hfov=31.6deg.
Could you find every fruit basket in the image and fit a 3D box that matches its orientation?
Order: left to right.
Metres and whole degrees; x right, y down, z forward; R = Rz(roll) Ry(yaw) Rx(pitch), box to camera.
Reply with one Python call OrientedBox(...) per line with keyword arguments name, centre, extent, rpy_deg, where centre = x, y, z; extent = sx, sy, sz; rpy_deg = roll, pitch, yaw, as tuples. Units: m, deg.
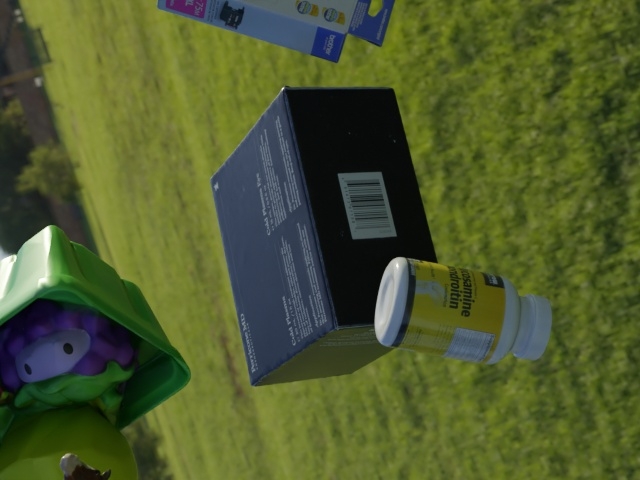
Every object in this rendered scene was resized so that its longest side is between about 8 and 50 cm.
OrientedBox(name="fruit basket", centre=(-0.343, 0.224, 1.339), extent=(0.283, 0.392, 0.392), rpy_deg=(43, -171, -40))

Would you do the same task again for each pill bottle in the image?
OrientedBox(name="pill bottle", centre=(0.160, 0.083, 1.273), extent=(0.103, 0.184, 0.103), rpy_deg=(-169, 90, -81))

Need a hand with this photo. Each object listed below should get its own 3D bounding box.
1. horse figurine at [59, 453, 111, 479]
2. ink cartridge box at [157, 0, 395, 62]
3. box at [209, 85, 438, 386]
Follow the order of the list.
OrientedBox(name="horse figurine", centre=(-0.209, 0.264, 0.823), extent=(0.174, 0.066, 0.263), rpy_deg=(55, -164, -53))
OrientedBox(name="ink cartridge box", centre=(-0.053, -0.346, 1.582), extent=(0.185, 0.311, 0.065), rpy_deg=(-74, -1, -47))
OrientedBox(name="box", centre=(0.000, 0.000, 1.613), extent=(0.312, 0.179, 0.343), rpy_deg=(-39, 59, 58))
